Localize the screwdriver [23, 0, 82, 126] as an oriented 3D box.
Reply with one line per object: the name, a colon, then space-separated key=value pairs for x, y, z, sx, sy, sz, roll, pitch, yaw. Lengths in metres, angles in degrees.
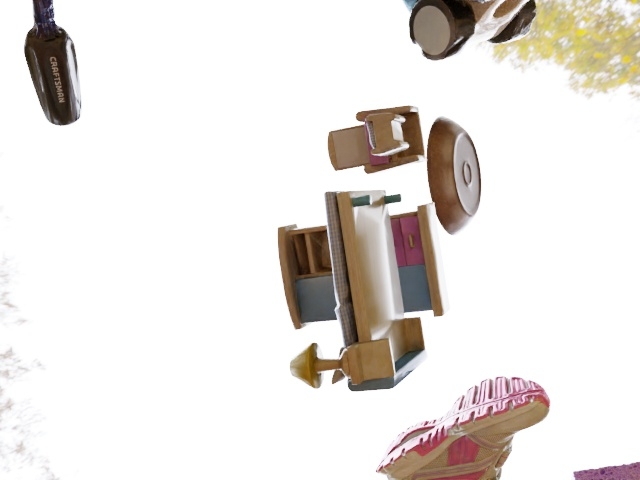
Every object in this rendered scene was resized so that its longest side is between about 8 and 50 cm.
screwdriver: x=-0.122 y=-0.119 z=0.336 sx=0.025 sy=0.170 sz=0.024 roll=12 pitch=-133 yaw=0

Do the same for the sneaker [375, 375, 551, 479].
sneaker: x=0.194 y=0.263 z=0.978 sx=0.252 sy=0.103 sz=0.111 roll=-39 pitch=-88 yaw=32

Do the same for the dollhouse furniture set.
dollhouse furniture set: x=0.000 y=0.000 z=0.851 sx=0.198 sy=0.303 sz=0.286 roll=-8 pitch=-87 yaw=21

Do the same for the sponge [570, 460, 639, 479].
sponge: x=0.486 y=0.359 z=1.173 sx=0.210 sy=0.117 sz=0.031 roll=-11 pitch=-120 yaw=9

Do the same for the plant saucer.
plant saucer: x=0.225 y=-0.108 z=1.264 sx=0.036 sy=0.198 sz=0.198 roll=-6 pitch=-93 yaw=29

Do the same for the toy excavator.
toy excavator: x=0.227 y=-0.582 z=1.237 sx=0.222 sy=0.433 sz=0.445 roll=-24 pitch=-105 yaw=-33
